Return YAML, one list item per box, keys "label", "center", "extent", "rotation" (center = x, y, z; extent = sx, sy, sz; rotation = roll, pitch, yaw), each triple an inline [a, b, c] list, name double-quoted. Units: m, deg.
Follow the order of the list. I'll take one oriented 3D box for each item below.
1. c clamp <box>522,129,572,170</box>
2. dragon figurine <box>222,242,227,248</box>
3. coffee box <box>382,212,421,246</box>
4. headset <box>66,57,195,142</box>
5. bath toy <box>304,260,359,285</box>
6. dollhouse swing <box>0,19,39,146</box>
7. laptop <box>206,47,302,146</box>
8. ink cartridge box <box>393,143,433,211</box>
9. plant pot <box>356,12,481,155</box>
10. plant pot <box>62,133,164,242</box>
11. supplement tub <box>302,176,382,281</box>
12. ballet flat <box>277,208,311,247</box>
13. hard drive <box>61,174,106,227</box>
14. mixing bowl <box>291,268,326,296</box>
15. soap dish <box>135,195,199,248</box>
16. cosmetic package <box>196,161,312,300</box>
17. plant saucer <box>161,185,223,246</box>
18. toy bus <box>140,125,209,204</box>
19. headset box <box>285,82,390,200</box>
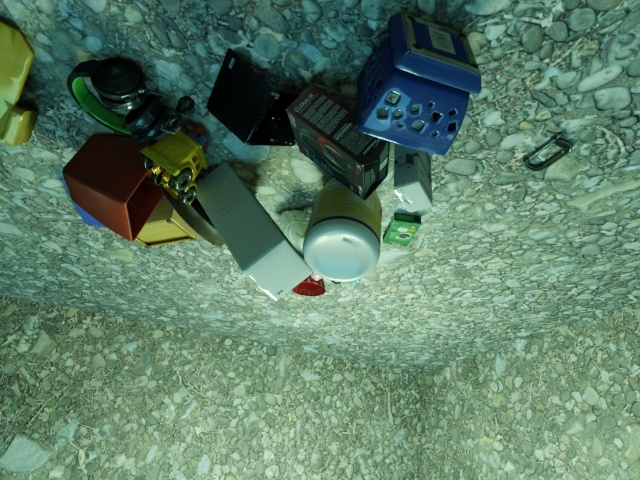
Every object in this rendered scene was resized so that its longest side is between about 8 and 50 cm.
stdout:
- label: "c clamp"
  center: [0.687, -0.272, 1.266]
  extent: [0.137, 0.022, 0.160]
  rotation: [9, 148, -17]
- label: "dragon figurine"
  center: [-0.383, -0.065, 1.709]
  extent: [0.085, 0.143, 0.289]
  rotation: [24, 127, -32]
- label: "coffee box"
  center: [0.328, -0.041, 1.687]
  extent: [0.113, 0.040, 0.184]
  rotation: [7, 149, -3]
- label: "headset"
  center: [-0.522, -0.362, 1.137]
  extent: [0.395, 0.185, 0.243]
  rotation: [6, 152, 21]
- label: "bath toy"
  center: [0.010, 0.142, 1.965]
  extent: [0.349, 0.129, 0.151]
  rotation: [7, 116, -4]
- label: "dollhouse swing"
  center: [-0.969, -0.478, 1.134]
  extent: [0.347, 0.304, 0.315]
  rotation: [23, -174, -28]
- label: "laptop"
  center: [-0.159, -0.395, 1.192]
  extent: [0.265, 0.136, 0.234]
  rotation: [-7, 160, -33]
- label: "ink cartridge box"
  center: [0.285, -0.205, 1.268]
  extent: [0.082, 0.190, 0.140]
  rotation: [-13, 145, 28]
- label: "plant pot"
  center: [0.229, -0.372, 0.968]
  extent: [0.236, 0.235, 0.212]
  rotation: [12, 142, -12]
- label: "plant pot"
  center: [-0.688, -0.198, 1.391]
  extent: [0.236, 0.267, 0.267]
  rotation: [22, 147, -7]
- label: "supplement tub"
  center: [0.082, -0.053, 1.373]
  extent: [0.241, 0.331, 0.240]
  rotation: [5, 130, 6]
- label: "ballet flat"
  center: [-0.008, -0.014, 1.581]
  extent: [0.409, 0.146, 0.147]
  rotation: [17, 154, 20]
- label: "hard drive"
  center: [-0.901, -0.147, 1.700]
  extent: [0.211, 0.040, 0.318]
  rotation: [10, 149, -8]
- label: "mixing bowl"
  center: [-0.058, 0.208, 2.112]
  extent: [0.182, 0.098, 0.181]
  rotation: [4, 150, 2]
- label: "soap dish"
  center: [-0.652, -0.071, 1.682]
  extent: [0.291, 0.118, 0.229]
  rotation: [-10, 152, 12]
- label: "cosmetic package"
  center: [-0.237, -0.040, 1.381]
  extent: [0.162, 0.453, 0.230]
  rotation: [-38, 143, -3]
- label: "plant saucer"
  center: [-0.450, -0.108, 1.508]
  extent: [0.050, 0.310, 0.310]
  rotation: [-40, 139, 1]
- label: "toy bus"
  center: [-0.427, -0.249, 1.301]
  extent: [0.150, 0.211, 0.220]
  rotation: [33, 159, 10]
- label: "headset box"
  center: [0.042, -0.270, 1.127]
  extent: [0.293, 0.110, 0.218]
  rotation: [40, 171, 17]
